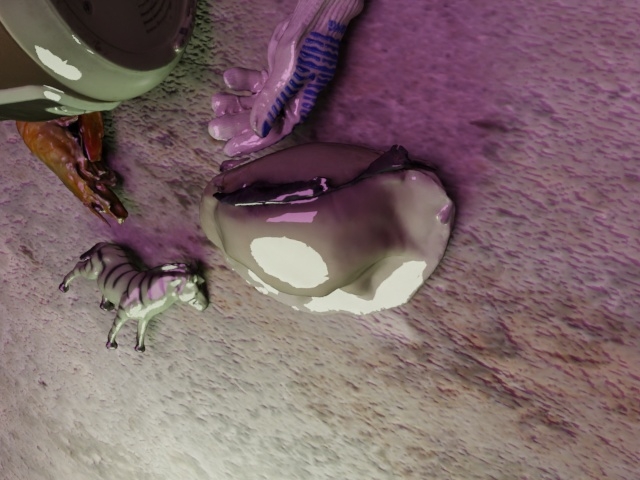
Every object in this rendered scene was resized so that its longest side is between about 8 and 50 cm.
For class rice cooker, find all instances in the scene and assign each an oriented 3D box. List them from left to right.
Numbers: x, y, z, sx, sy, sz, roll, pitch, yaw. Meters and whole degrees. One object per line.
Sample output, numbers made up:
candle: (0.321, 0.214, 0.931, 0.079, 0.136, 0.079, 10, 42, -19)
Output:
rice cooker: (-0.347, -0.296, 0.743, 0.325, 0.335, 0.335, -2, 98, 27)

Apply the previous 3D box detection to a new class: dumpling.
dumpling: (-0.006, -0.004, 0.702, 0.293, 0.163, 0.204, 1, 96, 19)

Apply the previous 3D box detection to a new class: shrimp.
shrimp: (-0.341, -0.149, 0.931, 0.287, 0.063, 0.152, 47, 107, 16)

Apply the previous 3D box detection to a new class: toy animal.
toy animal: (-0.264, 0.062, 0.916, 0.217, 0.073, 0.176, 38, 110, 24)

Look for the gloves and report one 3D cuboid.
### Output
gloves: (-0.035, -0.184, 0.700, 0.097, 0.119, 0.229, 39, 99, -16)
